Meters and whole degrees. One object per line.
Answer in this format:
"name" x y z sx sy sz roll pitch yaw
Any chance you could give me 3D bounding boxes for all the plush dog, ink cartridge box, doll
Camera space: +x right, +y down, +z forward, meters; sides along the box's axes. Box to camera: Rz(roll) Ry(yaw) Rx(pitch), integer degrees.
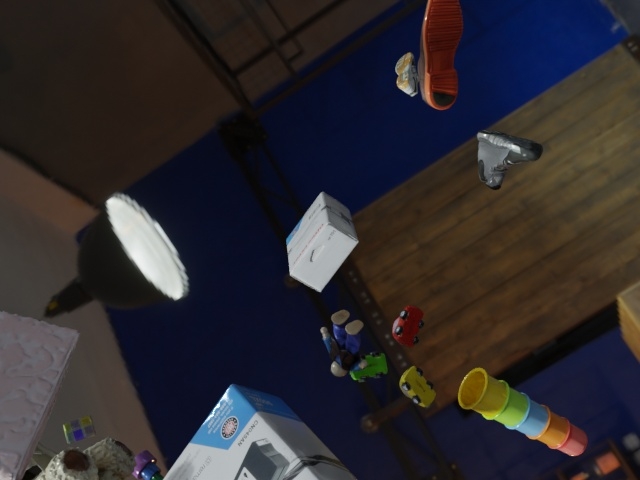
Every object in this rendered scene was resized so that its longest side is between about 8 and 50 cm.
"plush dog" -0.449 0.529 1.690 0.225 0.210 0.262 54 -175 12
"ink cartridge box" 0.000 0.000 1.829 0.082 0.140 0.191 32 -164 -17
"doll" 0.047 0.223 1.848 0.129 0.046 0.189 35 145 25
"ink cartridge box" -0.090 0.501 1.612 0.395 0.285 0.166 38 -175 40

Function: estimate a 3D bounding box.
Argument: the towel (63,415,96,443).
"towel" -0.682 0.535 2.487 0.009 0.083 0.060 -17 88 60

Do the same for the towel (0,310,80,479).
"towel" -0.599 0.229 1.436 0.331 0.053 0.317 15 -142 -4

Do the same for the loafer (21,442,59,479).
"loafer" -0.720 0.534 2.126 0.268 0.102 0.092 28 -153 -7

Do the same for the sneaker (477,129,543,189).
"sneaker" 0.435 -0.175 2.041 0.228 0.086 0.132 -138 52 -66

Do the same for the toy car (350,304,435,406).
"toy car" 0.154 0.280 2.040 0.053 0.225 0.239 -17 80 59

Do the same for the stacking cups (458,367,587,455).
"stacking cups" 0.453 0.381 1.908 0.316 0.096 0.096 27 -163 -18

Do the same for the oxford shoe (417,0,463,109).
"oxford shoe" 0.252 -0.433 1.959 0.098 0.096 0.271 -142 51 -63

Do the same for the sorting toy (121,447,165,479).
"sorting toy" -0.459 0.568 2.017 0.126 0.127 0.365 37 -172 20

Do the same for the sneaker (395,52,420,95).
"sneaker" 0.142 -0.265 1.409 0.037 0.032 0.083 36 -134 -32
